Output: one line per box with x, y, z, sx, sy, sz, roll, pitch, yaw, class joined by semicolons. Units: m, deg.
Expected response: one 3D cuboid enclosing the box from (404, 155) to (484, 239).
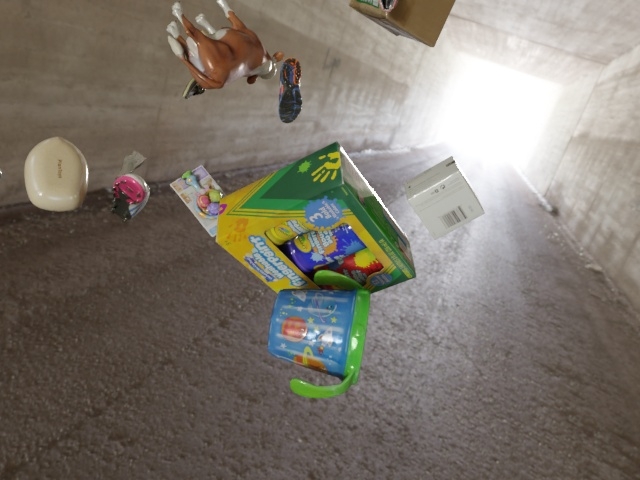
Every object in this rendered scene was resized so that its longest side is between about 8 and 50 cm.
0.385;-0.132;1.676;0.182;0.181;0.119;51;20;-25;box

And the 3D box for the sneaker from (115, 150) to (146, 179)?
-0.749;-0.288;2.076;0.061;0.054;0.152;44;53;-14;sneaker

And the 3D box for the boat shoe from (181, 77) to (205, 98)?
-0.371;-0.470;1.625;0.049;0.056;0.152;34;44;-13;boat shoe

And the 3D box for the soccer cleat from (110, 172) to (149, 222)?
-0.677;-0.183;1.939;0.116;0.331;0.143;41;57;-11;soccer cleat

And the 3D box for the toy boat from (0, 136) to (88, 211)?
-0.924;-0.218;1.732;0.318;0.148;0.267;6;65;-27;toy boat

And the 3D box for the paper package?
0.288;-0.811;1.650;0.309;0.324;0.168;4;25;-49;paper package

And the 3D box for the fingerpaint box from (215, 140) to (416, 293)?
0.000;0.000;1.465;0.445;0.371;0.163;48;28;-43;fingerpaint box

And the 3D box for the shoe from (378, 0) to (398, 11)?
0.187;-0.700;1.415;0.064;0.178;0.081;7;31;8;shoe

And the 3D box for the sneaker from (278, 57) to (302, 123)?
-0.105;-0.514;1.837;0.083;0.221;0.087;3;22;-13;sneaker

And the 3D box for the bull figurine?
-0.193;-0.401;1.107;0.188;0.101;0.310;49;28;-10;bull figurine

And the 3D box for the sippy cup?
-0.005;0.214;1.295;0.224;0.240;0.305;10;10;4;sippy cup

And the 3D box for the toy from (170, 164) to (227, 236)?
-0.387;-0.145;1.829;0.137;0.056;0.237;-37;81;-25;toy
